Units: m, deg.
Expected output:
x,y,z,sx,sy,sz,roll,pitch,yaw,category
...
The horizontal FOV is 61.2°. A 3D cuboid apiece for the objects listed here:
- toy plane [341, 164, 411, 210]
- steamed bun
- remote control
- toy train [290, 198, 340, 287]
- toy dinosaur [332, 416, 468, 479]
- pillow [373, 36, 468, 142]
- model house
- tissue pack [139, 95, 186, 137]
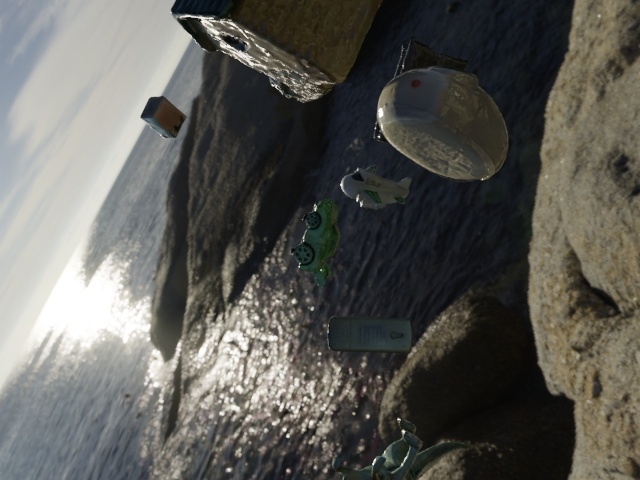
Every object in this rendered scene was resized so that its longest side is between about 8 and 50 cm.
x,y,z,sx,sy,sz,roll,pitch,yaw,category
0.136,-0.133,1.344,0.174,0.174,0.080,-89,10,-50,toy plane
0.198,-0.193,0.860,0.177,0.228,0.131,3,66,63,steamed bun
0.137,0.260,1.501,0.038,0.233,0.098,64,-153,-79,remote control
0.000,0.000,1.012,0.099,0.081,0.149,-47,-20,-71,toy train
0.062,0.213,0.473,0.044,0.187,0.106,27,86,41,toy dinosaur
0.322,-0.453,1.741,0.101,0.228,0.326,40,116,63,pillow
-0.065,-0.485,0.929,0.382,0.342,0.334,-67,17,-5,model house
-0.403,-0.316,1.386,0.058,0.094,0.074,10,72,31,tissue pack
